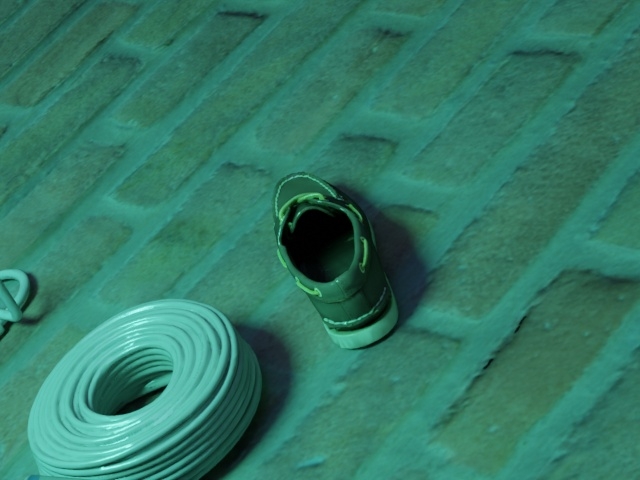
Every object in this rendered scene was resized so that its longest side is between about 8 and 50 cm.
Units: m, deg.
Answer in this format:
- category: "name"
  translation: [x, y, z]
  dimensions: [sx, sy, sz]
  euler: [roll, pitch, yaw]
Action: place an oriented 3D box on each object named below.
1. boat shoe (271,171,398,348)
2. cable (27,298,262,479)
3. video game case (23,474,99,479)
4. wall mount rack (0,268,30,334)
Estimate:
- category: "boat shoe"
  translation: [0.004, -0.002, 1.774]
  dimensions: [0.109, 0.091, 0.305]
  euler: [-28, 35, 1]
- category: "cable"
  translation: [-0.189, 0.171, 1.689]
  dimensions: [0.257, 0.089, 0.257]
  euler: [-40, 36, -16]
- category: "video game case"
  translation: [-0.285, 0.359, 1.445]
  dimensions: [0.300, 0.036, 0.329]
  euler: [-9, 44, 57]
- category: "wall mount rack"
  translation: [-0.537, 0.113, 1.966]
  dimensions: [0.304, 0.130, 0.350]
  euler: [9, 48, 41]
